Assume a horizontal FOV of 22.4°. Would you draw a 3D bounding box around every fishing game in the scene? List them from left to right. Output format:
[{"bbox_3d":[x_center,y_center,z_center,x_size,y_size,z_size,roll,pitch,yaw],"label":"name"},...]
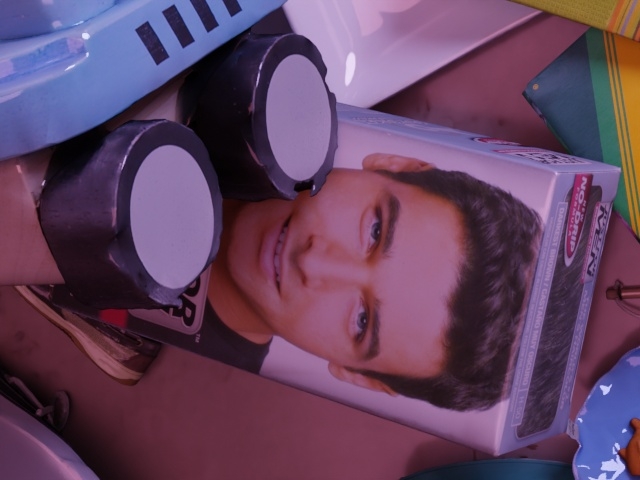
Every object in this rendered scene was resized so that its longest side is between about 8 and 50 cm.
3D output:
[{"bbox_3d":[0.261,0.137,1.096,0.189,0.041,0.264,-3,58,13],"label":"fishing game"}]

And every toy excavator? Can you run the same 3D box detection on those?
[{"bbox_3d":[-0.144,-0.228,0.991,0.222,0.433,0.445,0,116,31],"label":"toy excavator"}]

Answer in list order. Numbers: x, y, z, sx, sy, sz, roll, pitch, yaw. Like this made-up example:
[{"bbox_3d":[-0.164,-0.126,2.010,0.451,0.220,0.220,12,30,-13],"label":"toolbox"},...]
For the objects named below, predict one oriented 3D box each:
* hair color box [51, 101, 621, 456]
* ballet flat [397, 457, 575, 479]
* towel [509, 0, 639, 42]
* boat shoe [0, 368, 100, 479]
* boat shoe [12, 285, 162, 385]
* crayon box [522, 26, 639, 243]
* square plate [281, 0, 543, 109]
[{"bbox_3d":[0.000,0.000,1.117,0.374,0.113,0.185,16,100,30],"label":"hair color box"},{"bbox_3d":[0.244,0.241,1.144,0.409,0.147,0.147,-1,96,14],"label":"ballet flat"},{"bbox_3d":[0.180,-0.195,1.074,0.237,0.021,0.102,22,93,24],"label":"towel"},{"bbox_3d":[-0.246,0.164,1.256,0.306,0.105,0.113,36,107,13],"label":"boat shoe"},{"bbox_3d":[-0.187,0.047,1.257,0.152,0.056,0.049,42,99,-5],"label":"boat shoe"},{"bbox_3d":[0.294,-0.124,1.073,0.278,0.081,0.165,-42,60,16],"label":"crayon box"},{"bbox_3d":[0.088,-0.315,1.150,0.344,0.049,0.347,-26,90,14],"label":"square plate"}]
